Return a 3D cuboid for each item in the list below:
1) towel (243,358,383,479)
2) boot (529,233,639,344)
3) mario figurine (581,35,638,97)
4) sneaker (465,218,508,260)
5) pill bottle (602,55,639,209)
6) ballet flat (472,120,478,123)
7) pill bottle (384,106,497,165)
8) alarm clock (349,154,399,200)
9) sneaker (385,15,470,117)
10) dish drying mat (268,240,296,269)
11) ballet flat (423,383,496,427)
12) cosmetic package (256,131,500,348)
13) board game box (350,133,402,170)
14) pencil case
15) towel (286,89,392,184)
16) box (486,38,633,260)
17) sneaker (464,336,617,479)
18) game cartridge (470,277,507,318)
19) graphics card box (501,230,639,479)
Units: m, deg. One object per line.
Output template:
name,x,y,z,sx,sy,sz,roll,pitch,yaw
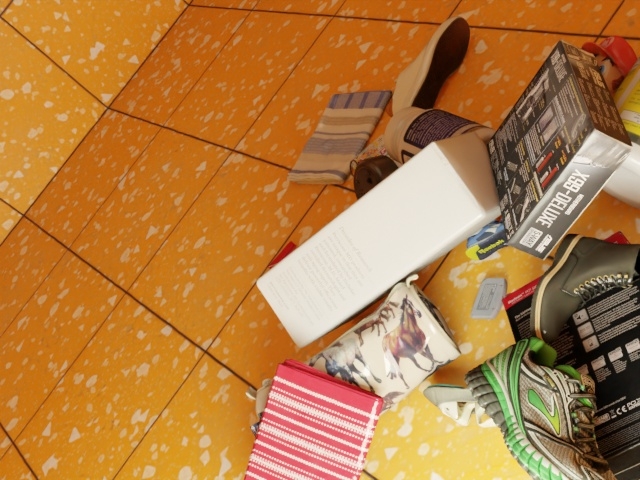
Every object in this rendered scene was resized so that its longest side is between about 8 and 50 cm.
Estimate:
towel,-0.018,0.362,1.634,0.199,0.031,0.274,19,97,15
boot,0.410,0.074,1.429,0.137,0.077,0.198,5,61,43
mario figurine,0.460,-0.249,1.752,0.198,0.170,0.320,34,92,21
sneaker,0.335,-0.017,1.773,0.144,0.053,0.059,-25,39,28
pill bottle,0.595,-0.228,1.577,0.334,0.188,0.188,-54,35,-9
ballet flat,0.286,-0.239,2.041,0.168,0.052,0.057,1,55,48
pill bottle,0.253,-0.184,1.924,0.153,0.153,0.265,-51,38,-4
alarm clock,0.112,-0.125,2.043,0.064,0.129,0.192,-14,34,-26
sneaker,0.240,-0.406,2.205,0.123,0.106,0.290,17,71,50
dish drying mat,-0.090,0.037,2.220,0.083,0.008,0.032,-50,34,-2
ballet flat,0.253,0.275,1.563,0.213,0.072,0.068,-9,54,42
cosmetic package,0.123,0.000,1.747,0.453,0.161,0.230,-38,-8,28
board game box,0.133,-0.169,2.161,0.103,0.026,0.154,-40,35,11
pencil case,0.062,0.238,1.705,0.410,0.183,0.160,-39,10,14
towel,0.044,-0.258,2.339,0.209,0.034,0.285,6,61,49
box,0.384,-0.157,1.561,0.307,0.077,0.242,-87,24,-53
sneaker,0.325,0.249,1.294,0.146,0.134,0.343,-43,35,9
game cartridge,0.309,0.106,1.714,0.056,0.017,0.083,-5,53,49
graphics card box,0.432,0.184,1.437,0.233,0.094,0.371,-33,36,21
